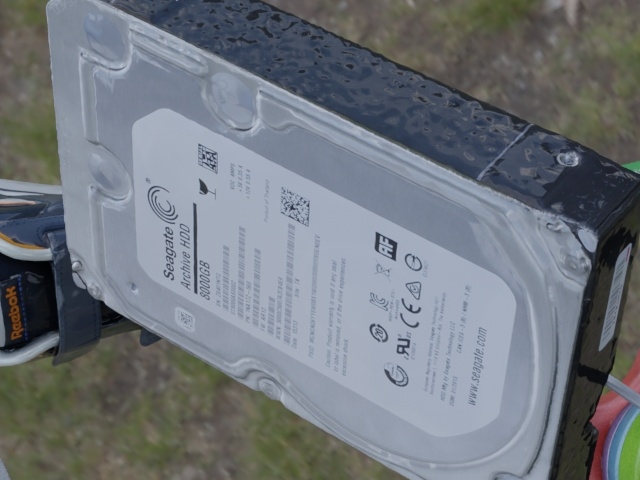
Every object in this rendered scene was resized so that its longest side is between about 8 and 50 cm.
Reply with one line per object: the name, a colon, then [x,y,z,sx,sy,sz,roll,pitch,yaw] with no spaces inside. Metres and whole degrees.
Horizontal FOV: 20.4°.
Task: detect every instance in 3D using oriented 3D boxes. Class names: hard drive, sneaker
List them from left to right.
sneaker: [-0.159,0.022,1.223,0.321,0.126,0.127,-2,28,2]
hard drive: [0.000,0.000,0.962,0.339,0.237,0.064,28,49,24]

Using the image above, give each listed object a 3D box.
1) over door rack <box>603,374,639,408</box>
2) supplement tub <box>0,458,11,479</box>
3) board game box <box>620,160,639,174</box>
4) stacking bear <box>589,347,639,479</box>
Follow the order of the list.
over door rack: [0.210,0.128,1.002,0.108,0.239,0.324,-46,34,-20]
supplement tub: [-0.334,0.167,0.862,0.325,0.235,0.235,4,65,28]
board game box: [0.404,-0.050,1.444,0.213,0.317,0.046,165,102,-64]
stacking bear: [0.314,0.181,1.387,0.175,0.164,0.289,-36,7,-8]
